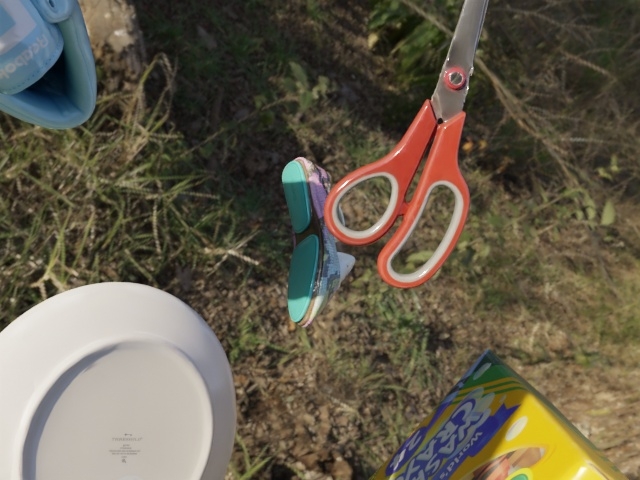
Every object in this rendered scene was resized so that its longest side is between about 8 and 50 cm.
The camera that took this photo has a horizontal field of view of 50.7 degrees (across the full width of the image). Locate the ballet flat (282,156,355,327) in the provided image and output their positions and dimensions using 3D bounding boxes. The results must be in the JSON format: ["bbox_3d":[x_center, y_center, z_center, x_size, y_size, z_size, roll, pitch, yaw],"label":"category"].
[{"bbox_3d":[0.000,0.000,0.830,0.079,0.077,0.221,12,60,-32],"label":"ballet flat"}]

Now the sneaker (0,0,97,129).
[{"bbox_3d":[-0.225,-0.178,0.422,0.150,0.135,0.366,47,-4,9],"label":"sneaker"}]

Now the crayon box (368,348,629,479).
[{"bbox_3d":[0.086,0.190,0.398,0.083,0.203,0.323,41,3,2],"label":"crayon box"}]

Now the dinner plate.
[{"bbox_3d":[-0.091,0.089,0.302,0.141,0.017,0.141,-1,91,-43],"label":"dinner plate"}]

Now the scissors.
[{"bbox_3d":[0.107,-0.104,0.528,0.109,0.297,0.021,29,6,-1],"label":"scissors"}]
